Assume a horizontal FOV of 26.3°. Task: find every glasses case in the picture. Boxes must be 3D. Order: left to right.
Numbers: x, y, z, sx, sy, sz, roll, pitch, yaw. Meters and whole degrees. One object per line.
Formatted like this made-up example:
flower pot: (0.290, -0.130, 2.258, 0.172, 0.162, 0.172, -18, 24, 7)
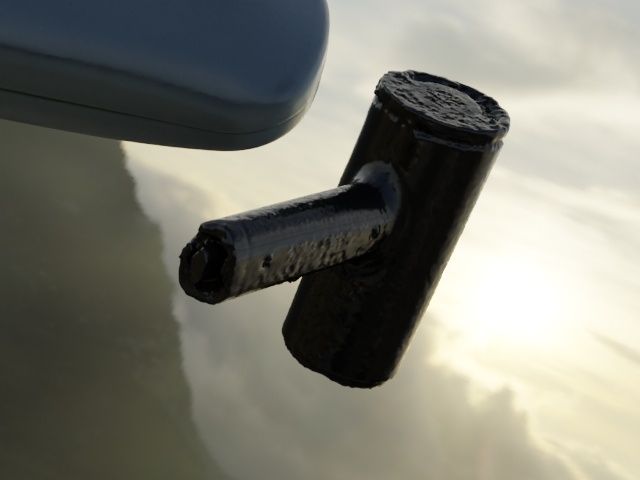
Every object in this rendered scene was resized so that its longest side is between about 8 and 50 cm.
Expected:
glasses case: (-0.086, -0.070, 0.405, 0.178, 0.067, 0.045, 11, -34, 1)

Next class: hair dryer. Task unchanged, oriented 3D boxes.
hair dryer: (0.000, 0.000, 0.819, 0.089, 0.197, 0.251, 34, 23, 26)
